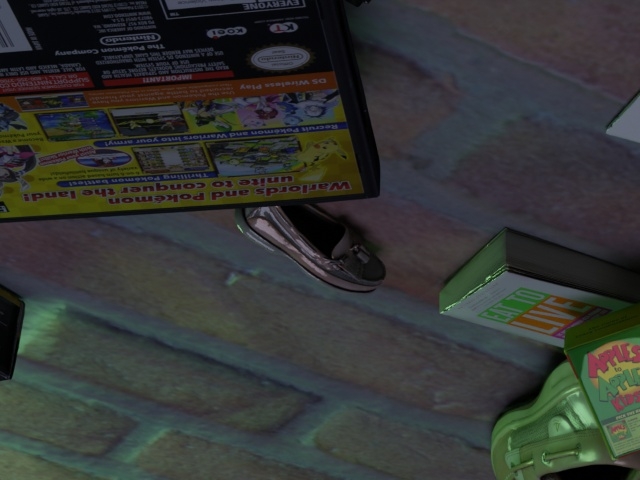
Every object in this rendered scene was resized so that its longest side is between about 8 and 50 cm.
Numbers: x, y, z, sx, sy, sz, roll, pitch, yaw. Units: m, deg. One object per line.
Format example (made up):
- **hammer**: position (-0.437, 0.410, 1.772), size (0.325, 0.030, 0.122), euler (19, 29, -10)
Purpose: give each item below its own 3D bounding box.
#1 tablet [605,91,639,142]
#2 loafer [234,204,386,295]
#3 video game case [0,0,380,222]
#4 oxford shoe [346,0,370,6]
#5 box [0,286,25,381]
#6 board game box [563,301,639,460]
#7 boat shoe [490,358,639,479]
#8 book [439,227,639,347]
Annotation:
- **tablet**: position (0.228, -0.071, 1.129), size (0.083, 0.006, 0.054), euler (15, 147, -15)
- **loafer**: position (0.000, 0.000, 1.245), size (0.125, 0.045, 0.039), euler (27, 136, -27)
- **video game case**: position (-0.117, -0.086, 0.992), size (0.275, 0.035, 0.248), euler (-4, 152, 7)
- **oxford shoe**: position (0.000, -0.204, 0.898), size (0.096, 0.083, 0.227), euler (21, 155, 19)
- **box**: position (-0.425, 0.037, 1.334), size (0.257, 0.079, 0.322), euler (-20, 141, 32)
- **board game box**: position (0.272, 0.078, 1.250), size (0.181, 0.043, 0.092), euler (-21, 104, 15)
- **boat shoe**: position (0.203, 0.185, 1.447), size (0.109, 0.098, 0.302), euler (8, 155, -6)
- **book**: position (0.172, 0.044, 1.303), size (0.144, 0.035, 0.096), euler (15, 149, -21)
